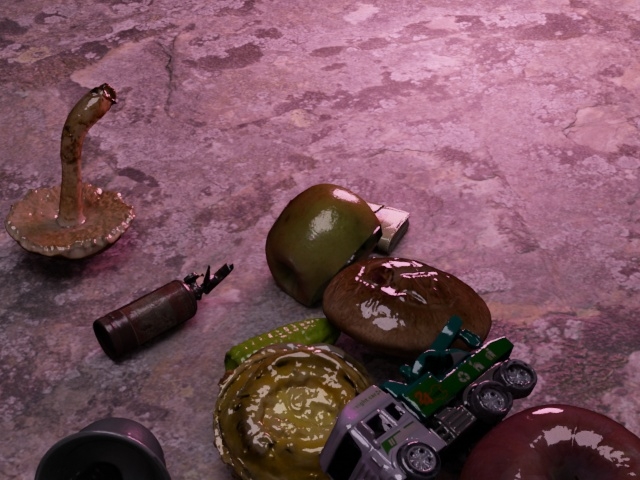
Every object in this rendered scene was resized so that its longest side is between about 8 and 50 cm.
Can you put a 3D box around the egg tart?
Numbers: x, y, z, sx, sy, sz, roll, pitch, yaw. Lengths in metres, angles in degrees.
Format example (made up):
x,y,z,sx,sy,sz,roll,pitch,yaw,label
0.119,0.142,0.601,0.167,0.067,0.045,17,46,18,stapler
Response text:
x,y,z,sx,sy,sz,roll,pitch,yaw,label
-0.026,0.259,1.859,0.278,0.095,0.279,5,53,-6,egg tart

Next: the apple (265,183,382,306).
x,y,z,sx,sy,sz,roll,pitch,yaw,label
0.000,0.000,2.189,0.207,0.174,0.188,11,35,44,apple

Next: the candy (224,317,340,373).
x,y,z,sx,sy,sz,roll,pitch,yaw,label
-0.055,0.181,2.015,0.209,0.097,0.096,-25,42,-27,candy

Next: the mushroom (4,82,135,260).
x,y,z,sx,sy,sz,roll,pitch,yaw,label
-0.474,-0.112,2.296,0.233,0.302,0.208,-16,4,-34,mushroom

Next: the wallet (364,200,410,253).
x,y,z,sx,sy,sz,roll,pitch,yaw,label
0.080,-0.034,2.317,0.155,0.039,0.110,16,43,23,wallet

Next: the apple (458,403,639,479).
x,y,z,sx,sy,sz,roll,pitch,yaw,label
0.316,0.364,1.622,0.305,0.235,0.306,-4,41,3,apple

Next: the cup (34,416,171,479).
x,y,z,sx,sy,sz,roll,pitch,yaw,label
-0.298,0.329,1.801,0.199,0.199,0.150,-2,20,4,cup

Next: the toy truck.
x,y,z,sx,sy,sz,roll,pitch,yaw,label
0.158,0.252,1.784,0.178,0.177,0.363,39,47,18,toy truck

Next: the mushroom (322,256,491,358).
x,y,z,sx,sy,sz,roll,pitch,yaw,label
0.137,0.111,2.032,0.278,0.146,0.278,11,20,-4,mushroom

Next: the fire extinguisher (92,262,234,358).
x,y,z,sx,sy,sz,roll,pitch,yaw,label
-0.255,0.113,2.119,0.252,0.075,0.106,-27,4,-27,fire extinguisher
